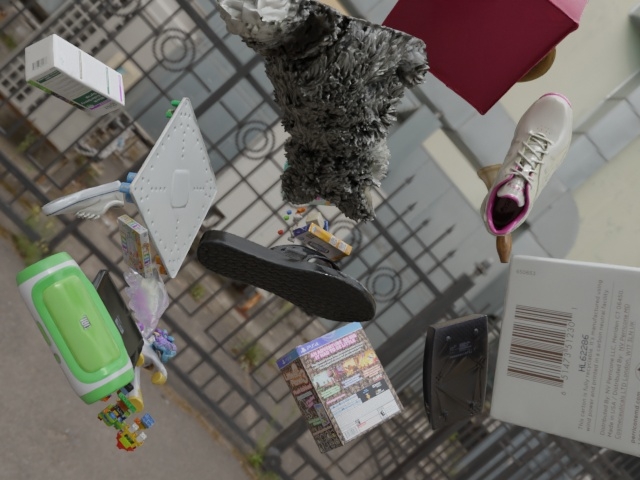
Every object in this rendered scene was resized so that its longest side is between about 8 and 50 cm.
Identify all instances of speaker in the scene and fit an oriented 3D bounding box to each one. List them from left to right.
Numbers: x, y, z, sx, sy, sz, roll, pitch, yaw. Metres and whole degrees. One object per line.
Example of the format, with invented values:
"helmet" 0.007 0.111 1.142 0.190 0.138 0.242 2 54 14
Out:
"speaker" -0.495 0.177 1.437 0.296 0.131 0.131 61 3 -2

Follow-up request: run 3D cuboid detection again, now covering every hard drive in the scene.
"hard drive" 0.313 0.301 1.656 0.054 0.172 0.254 24 -61 57

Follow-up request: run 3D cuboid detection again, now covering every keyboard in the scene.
"keyboard" -0.502 0.234 1.678 0.317 0.033 0.201 80 18 -48

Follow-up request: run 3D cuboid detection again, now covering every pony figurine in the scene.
"pony figurine" -0.565 0.282 2.099 0.350 0.303 0.363 61 3 -18

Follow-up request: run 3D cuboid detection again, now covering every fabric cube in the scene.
"fabric cube" 0.302 -0.434 1.246 0.259 0.258 0.254 36 -38 -7

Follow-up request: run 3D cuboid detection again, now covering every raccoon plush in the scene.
"raccoon plush" -0.038 -0.175 0.999 0.216 0.299 0.447 26 17 36

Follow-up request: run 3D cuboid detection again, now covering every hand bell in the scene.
"hand bell" 0.464 -0.062 1.804 0.126 0.126 0.241 41 49 -67

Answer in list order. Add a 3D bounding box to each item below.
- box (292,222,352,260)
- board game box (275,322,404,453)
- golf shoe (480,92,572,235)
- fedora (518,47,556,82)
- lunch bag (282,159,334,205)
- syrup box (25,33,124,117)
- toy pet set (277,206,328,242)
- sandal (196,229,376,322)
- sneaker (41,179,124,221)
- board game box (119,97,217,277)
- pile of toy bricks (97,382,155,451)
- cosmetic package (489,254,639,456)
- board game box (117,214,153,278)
"box" 0.000 0.000 1.706 0.136 0.028 0.081 33 -23 -18
"board game box" 0.054 0.409 1.999 0.141 0.232 0.290 -42 -109 53
"golf shoe" 0.408 -0.138 1.392 0.115 0.306 0.140 23 22 11
"fedora" 0.436 -0.439 1.582 0.195 0.079 0.194 18 -27 10
"lunch bag" 0.022 -0.219 2.099 0.224 0.262 0.160 2 34 -39
"syrup box" -0.590 -0.393 1.719 0.237 0.093 0.096 28 49 -61
"toy pet set" -0.040 -0.033 1.867 0.122 0.114 0.065 -70 143 -56
"sandal" -0.065 0.063 1.663 0.446 0.107 0.167 23 -38 -5
"sneaker" -0.656 -0.098 2.001 0.258 0.094 0.091 -26 103 -47
"board game box" -0.433 -0.153 2.091 0.389 0.050 0.389 79 24 -49
"pile of toy bricks" -0.536 0.445 1.845 0.212 0.105 0.118 51 19 -3
"cosmetic package" 0.580 0.216 1.417 0.328 0.329 0.394 6 -1 36
"board game box" -0.502 0.018 1.926 0.103 0.026 0.154 30 -46 34
